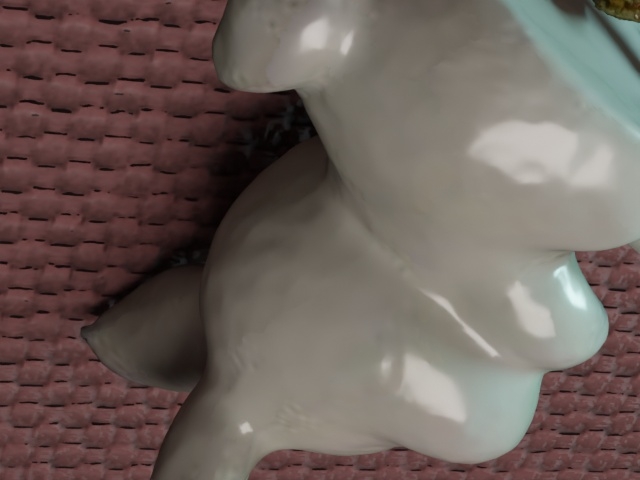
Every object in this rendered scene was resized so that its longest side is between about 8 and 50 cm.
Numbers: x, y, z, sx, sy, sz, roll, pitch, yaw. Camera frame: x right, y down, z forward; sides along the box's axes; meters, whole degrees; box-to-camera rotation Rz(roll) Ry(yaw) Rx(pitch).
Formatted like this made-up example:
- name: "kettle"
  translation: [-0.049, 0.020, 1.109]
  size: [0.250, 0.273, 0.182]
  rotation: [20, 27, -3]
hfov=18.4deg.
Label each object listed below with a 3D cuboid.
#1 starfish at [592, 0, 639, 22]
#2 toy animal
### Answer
- name: "starfish"
  translation: [0.191, -0.143, 0.895]
  size: [0.146, 0.190, 0.074]
  rotation: [-3, 180, -4]
- name: "toy animal"
  translation: [0.010, 0.001, 0.975]
  size: [0.241, 0.196, 0.367]
  rotation: [20, 127, -23]
